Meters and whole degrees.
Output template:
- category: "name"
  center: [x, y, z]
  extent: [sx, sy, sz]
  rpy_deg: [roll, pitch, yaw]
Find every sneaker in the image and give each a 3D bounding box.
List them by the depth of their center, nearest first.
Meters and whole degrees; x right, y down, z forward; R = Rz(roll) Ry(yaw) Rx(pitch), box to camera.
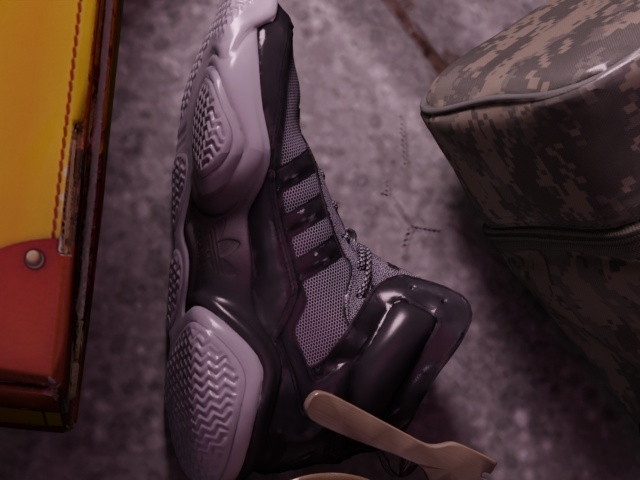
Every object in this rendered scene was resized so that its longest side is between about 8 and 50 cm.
- category: "sneaker"
  center: [0.000, 0.000, 1.038]
  extent: [0.153, 0.101, 0.269]
  rpy_deg: [5, 82, -15]

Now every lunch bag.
- category: "lunch bag"
  center: [0.252, -0.047, 1.070]
  extent: [0.305, 0.212, 0.256]
  rpy_deg: [-35, 105, -19]

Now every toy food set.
- category: "toy food set"
  center: [0.006, 0.181, 0.980]
  extent: [0.132, 0.038, 0.192]
  rpy_deg: [25, 93, -20]

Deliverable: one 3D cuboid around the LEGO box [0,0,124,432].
- category: "LEGO box"
  center: [-0.335, -0.128, 0.830]
  extent: [0.500, 0.193, 0.372]
  rpy_deg: [6, 79, -6]
